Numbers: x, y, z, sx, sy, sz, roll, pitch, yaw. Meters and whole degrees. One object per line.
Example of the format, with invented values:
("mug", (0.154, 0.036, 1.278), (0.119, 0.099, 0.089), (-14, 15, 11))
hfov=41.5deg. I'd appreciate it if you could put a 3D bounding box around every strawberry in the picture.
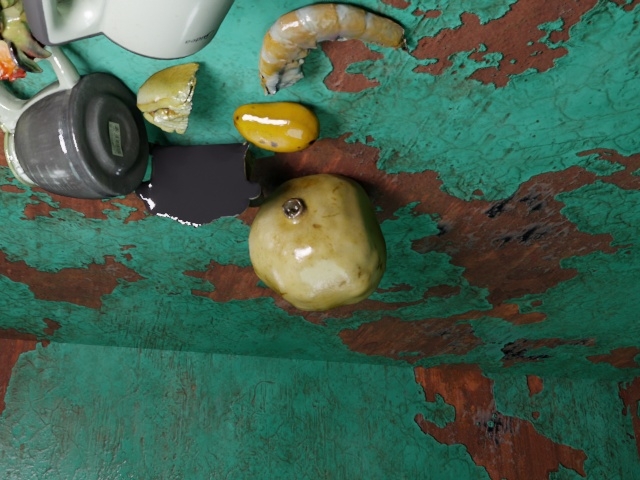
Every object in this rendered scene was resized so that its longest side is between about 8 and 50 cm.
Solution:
("strawberry", (-0.580, -0.390, 1.389), (0.306, 0.137, 0.233), (14, 143, 30))

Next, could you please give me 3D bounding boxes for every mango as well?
("mango", (-0.089, -0.233, 1.737), (0.178, 0.090, 0.115), (-1, 143, 7))

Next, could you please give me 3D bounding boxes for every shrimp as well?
("shrimp", (0.004, -0.362, 1.525), (0.287, 0.068, 0.185), (-17, 155, 10))

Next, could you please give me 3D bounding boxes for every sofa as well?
("sofa", (-0.252, -0.111, 1.814), (0.258, 0.182, 0.200), (-1, 178, -1))

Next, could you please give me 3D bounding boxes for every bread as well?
("bread", (-0.295, -0.283, 1.629), (0.110, 0.103, 0.156), (17, 146, -9))

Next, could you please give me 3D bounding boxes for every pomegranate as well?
("pomegranate", (0.000, 0.000, 1.968), (0.333, 0.332, 0.332), (-1, 154, 0))

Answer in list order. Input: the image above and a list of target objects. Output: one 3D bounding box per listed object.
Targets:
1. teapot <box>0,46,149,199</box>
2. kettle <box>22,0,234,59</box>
("teapot", (-0.505, -0.205, 1.609), (0.239, 0.239, 0.321), (-9, 154, 21))
("kettle", (-0.230, -0.411, 1.122), (0.361, 0.250, 0.377), (-32, 174, -31))
